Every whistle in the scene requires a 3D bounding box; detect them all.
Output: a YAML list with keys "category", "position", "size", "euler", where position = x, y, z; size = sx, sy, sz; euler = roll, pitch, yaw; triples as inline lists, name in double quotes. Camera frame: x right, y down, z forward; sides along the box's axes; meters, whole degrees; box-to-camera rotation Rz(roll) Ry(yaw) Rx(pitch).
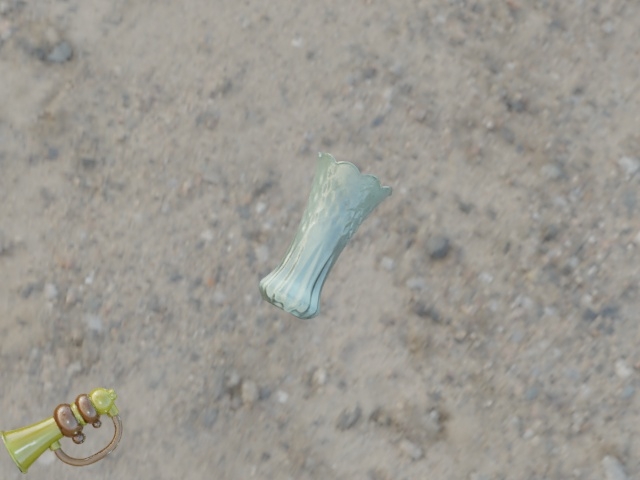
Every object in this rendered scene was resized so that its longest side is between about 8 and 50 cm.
- category: "whistle"
  position: [-0.231, 0.176, 1.276]
  size: [0.109, 0.046, 0.057]
  euler: [-25, 62, -4]

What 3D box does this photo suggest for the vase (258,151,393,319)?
- category: "vase"
  position: [0.000, 0.000, 1.308]
  size: [0.081, 0.081, 0.149]
  euler: [27, 86, 2]
